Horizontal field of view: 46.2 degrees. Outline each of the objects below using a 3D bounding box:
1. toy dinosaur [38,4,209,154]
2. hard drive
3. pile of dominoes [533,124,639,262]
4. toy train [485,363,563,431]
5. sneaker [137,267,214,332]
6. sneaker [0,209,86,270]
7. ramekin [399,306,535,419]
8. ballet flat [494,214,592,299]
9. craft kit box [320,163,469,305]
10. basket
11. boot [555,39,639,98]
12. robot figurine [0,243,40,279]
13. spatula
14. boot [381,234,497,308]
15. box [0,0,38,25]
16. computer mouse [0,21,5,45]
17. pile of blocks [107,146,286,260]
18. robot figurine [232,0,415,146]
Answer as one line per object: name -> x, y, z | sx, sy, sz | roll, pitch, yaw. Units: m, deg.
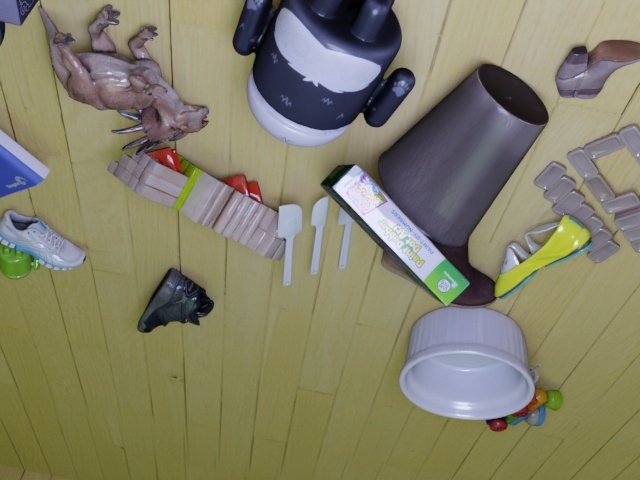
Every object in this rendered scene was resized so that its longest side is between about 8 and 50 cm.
toy dinosaur -> -0.323, -0.239, 1.174 | 0.296, 0.127, 0.200 | 24, 146, -6
hard drive -> -0.666, -0.196, 1.335 | 0.210, 0.040, 0.318 | -10, 137, 41
pile of dominoes -> 0.490, -0.076, 1.253 | 0.196, 0.040, 0.251 | -22, 122, 39
toy train -> 0.489, 0.353, 1.706 | 0.144, 0.105, 0.248 | 12, 142, -17
sneaker -> -0.323, 0.161, 1.671 | 0.130, 0.087, 0.227 | 32, 131, -14
sneaker -> -0.575, -0.003, 1.553 | 0.191, 0.071, 0.083 | 24, 133, -16
ramekin -> 0.310, 0.258, 1.600 | 0.277, 0.135, 0.277 | 6, 140, 5
ballet flat -> 0.379, 0.025, 1.340 | 0.077, 0.077, 0.231 | 50, 137, 1
craft kit box -> 0.109, -0.018, 1.202 | 0.247, 0.250, 0.061 | 43, 91, -6
basket -> 0.218, -0.139, 1.132 | 0.154, 0.204, 0.227 | -8, 146, -42
boot -> 0.396, -0.238, 1.067 | 0.119, 0.042, 0.087 | 3, 146, 12
robot figurine -> -0.659, 0.040, 1.622 | 0.101, 0.067, 0.115 | 7, 142, -13
spatula -> 0.000, 0.000, 1.408 | 0.168, 0.019, 0.242 | -16, 143, -17
boot -> 0.245, 0.025, 1.370 | 0.249, 0.090, 0.206 | 20, 142, -5
box -> -0.453, -0.428, 0.957 | 0.164, 0.142, 0.247 | 12, 140, -2
computer mouse -> -0.582, -0.365, 1.128 | 0.272, 0.072, 0.188 | 17, 144, 13
pile of blocks -> -0.193, -0.087, 1.353 | 0.362, 0.149, 0.112 | 29, 95, -33
robot figurine -> 0.004, -0.255, 1.037 | 0.174, 0.209, 0.278 | -17, 156, -36
